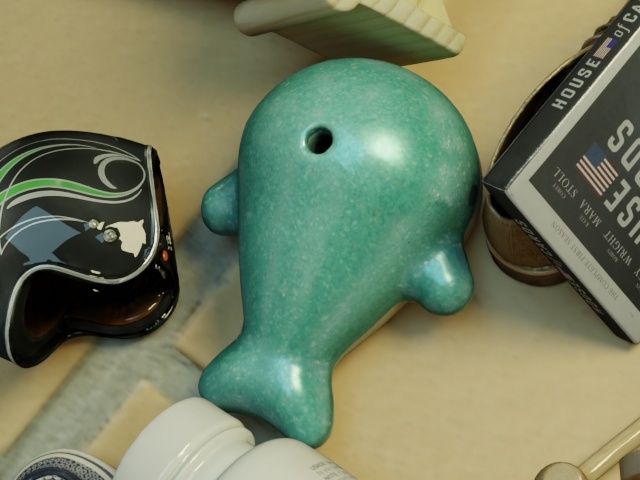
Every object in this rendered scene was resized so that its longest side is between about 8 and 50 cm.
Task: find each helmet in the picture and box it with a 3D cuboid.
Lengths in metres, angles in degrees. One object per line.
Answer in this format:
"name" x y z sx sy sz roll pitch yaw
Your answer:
"helmet" -0.192 0.004 0.861 0.161 0.169 0.169 -8 67 -3

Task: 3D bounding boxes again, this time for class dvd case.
"dvd case" 0.228 -0.073 0.755 0.239 0.179 0.029 -51 35 -5

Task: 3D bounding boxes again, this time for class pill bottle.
"pill bottle" -0.019 0.201 0.748 0.229 0.131 0.131 31 82 24

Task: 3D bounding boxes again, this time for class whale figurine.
"whale figurine" 0.000 0.000 0.812 0.216 0.141 0.272 21 80 23

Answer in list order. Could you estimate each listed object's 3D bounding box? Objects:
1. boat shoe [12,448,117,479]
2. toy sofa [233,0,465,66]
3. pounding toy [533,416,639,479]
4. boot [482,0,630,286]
"boat shoe" -0.145 0.275 0.745 0.127 0.158 0.340 -31 65 4
"toy sofa" 0.044 -0.317 0.850 0.150 0.177 0.362 5 76 61
"pounding toy" 0.251 0.128 0.678 0.269 0.154 0.155 -6 69 15
"boot" 0.217 -0.110 0.802 0.112 0.115 0.305 34 81 28
